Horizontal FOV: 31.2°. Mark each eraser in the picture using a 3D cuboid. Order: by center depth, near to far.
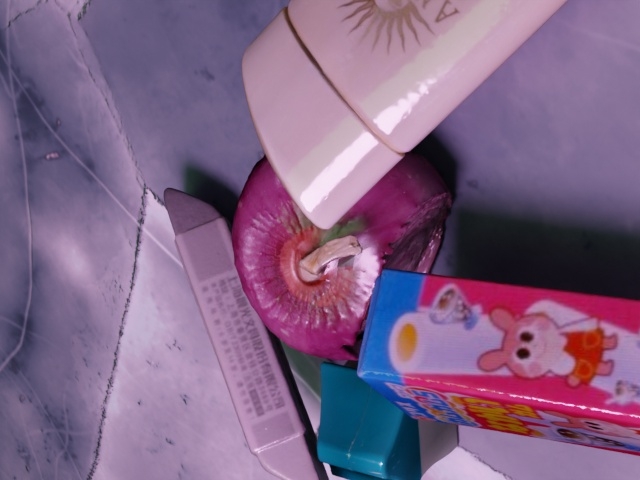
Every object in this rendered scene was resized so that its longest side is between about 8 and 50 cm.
[{"bbox_3d":[-0.074,0.100,1.140,0.061,0.089,0.352,-23,71,2],"label":"eraser"}]

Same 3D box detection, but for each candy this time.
[{"bbox_3d":[0.198,0.107,0.918,0.306,0.157,0.100,8,73,25],"label":"candy"}]

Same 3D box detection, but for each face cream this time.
[{"bbox_3d":[0.075,-0.183,0.870,0.348,0.081,0.173,-43,63,21],"label":"face cream"}]

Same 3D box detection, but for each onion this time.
[{"bbox_3d":[0.008,-0.005,1.036,0.201,0.200,0.207,27,143,24],"label":"onion"}]

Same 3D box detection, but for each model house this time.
[{"bbox_3d":[0.056,0.173,1.100,0.100,0.149,0.127,8,115,31],"label":"model house"}]
